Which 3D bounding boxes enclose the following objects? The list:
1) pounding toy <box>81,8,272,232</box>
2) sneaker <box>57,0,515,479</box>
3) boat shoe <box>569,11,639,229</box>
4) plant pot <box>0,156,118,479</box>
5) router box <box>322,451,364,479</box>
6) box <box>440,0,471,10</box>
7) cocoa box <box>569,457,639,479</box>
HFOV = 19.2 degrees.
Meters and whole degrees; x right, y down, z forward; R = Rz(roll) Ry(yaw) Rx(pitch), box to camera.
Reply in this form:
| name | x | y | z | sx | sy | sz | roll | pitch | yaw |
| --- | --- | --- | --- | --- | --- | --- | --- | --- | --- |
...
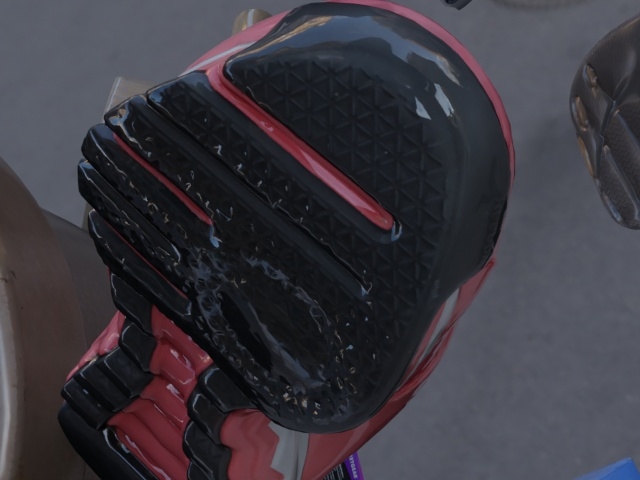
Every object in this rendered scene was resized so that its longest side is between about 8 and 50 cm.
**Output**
| name | x | y | z | sx | sy | sz | roll | pitch | yaw |
| --- | --- | --- | --- | --- | --- | --- | --- | --- | --- |
| pounding toy | -0.071 | -0.060 | 1.379 | 0.094 | 0.181 | 0.206 | -83 | 6 | -56 |
| sneaker | -0.001 | 0.000 | 0.617 | 0.136 | 0.116 | 0.314 | -41 | -9 | -29 |
| boat shoe | 0.230 | -0.098 | 0.837 | 0.324 | 0.116 | 0.123 | 147 | 111 | -64 |
| plant pot | -0.165 | 0.074 | 0.838 | 0.263 | 0.229 | 0.263 | -4 | 83 | 31 |
| router box | -0.060 | 0.189 | 1.550 | 0.133 | 0.046 | 0.179 | -18 | 12 | -21 |
| box | 0.029 | -0.370 | 1.146 | 0.212 | 0.395 | 0.293 | -36 | -6 | 9 |
| cocoa box | 0.124 | 0.354 | 1.512 | 0.228 | 0.231 | 0.347 | -23 | -6 | -41 |
